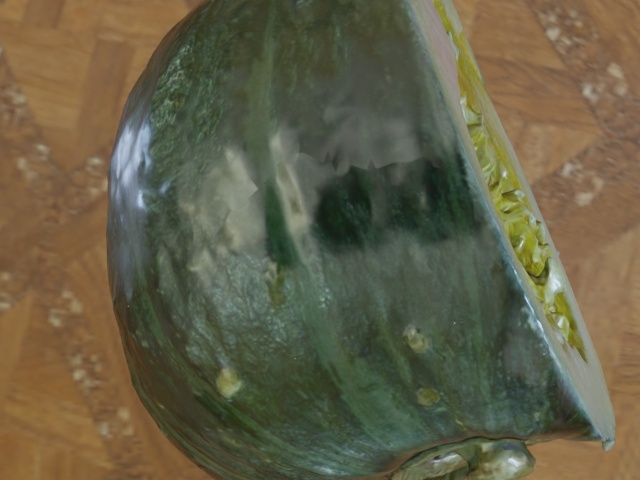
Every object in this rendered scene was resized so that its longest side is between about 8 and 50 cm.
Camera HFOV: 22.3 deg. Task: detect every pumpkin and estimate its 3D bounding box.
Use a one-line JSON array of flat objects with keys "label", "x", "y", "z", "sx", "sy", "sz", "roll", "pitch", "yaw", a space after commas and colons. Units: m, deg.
[{"label": "pumpkin", "x": 0.000, "y": 0.000, "z": 0.750, "sx": 0.197, "sy": 0.293, "sz": 0.263, "roll": -20, "pitch": 81, "yaw": 10}]
